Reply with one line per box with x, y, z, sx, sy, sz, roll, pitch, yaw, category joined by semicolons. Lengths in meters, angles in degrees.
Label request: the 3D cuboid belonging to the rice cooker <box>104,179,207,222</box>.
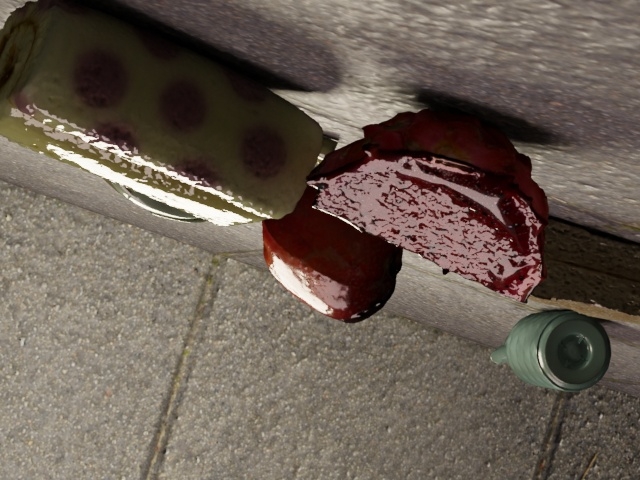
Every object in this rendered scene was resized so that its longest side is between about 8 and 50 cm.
-0.192;-0.105;1.901;0.206;0.145;0.127;20;-175;-45;rice cooker

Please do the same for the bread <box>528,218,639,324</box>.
0.321;0.038;1.955;0.337;0.102;0.183;15;177;-1;bread

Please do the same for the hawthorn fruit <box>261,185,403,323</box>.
0.000;0.000;2.154;0.251;0.189;0.189;31;173;0;hawthorn fruit

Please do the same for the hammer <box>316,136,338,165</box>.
-0.011;-0.108;1.913;0.060;0.028;0.195;22;175;2;hammer

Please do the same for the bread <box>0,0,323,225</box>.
-0.177;-0.132;1.592;0.338;0.155;0.187;24;163;-30;bread

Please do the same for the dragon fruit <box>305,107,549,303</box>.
0.122;-0.058;1.532;0.261;0.163;0.189;22;-159;-10;dragon fruit

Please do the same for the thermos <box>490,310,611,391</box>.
0.434;0.196;2.810;0.182;0.145;0.286;-15;-179;-11;thermos
